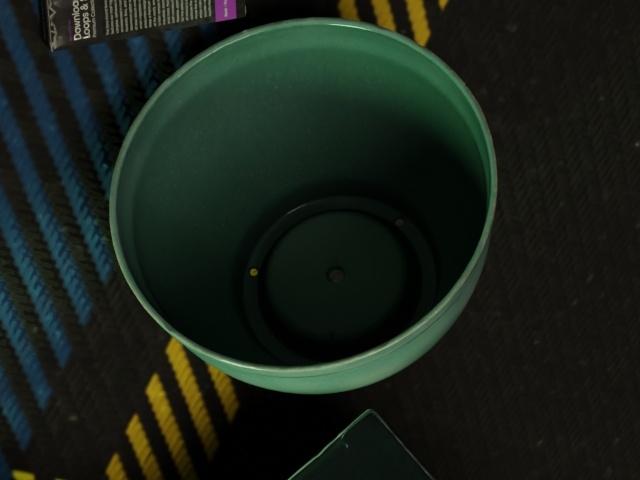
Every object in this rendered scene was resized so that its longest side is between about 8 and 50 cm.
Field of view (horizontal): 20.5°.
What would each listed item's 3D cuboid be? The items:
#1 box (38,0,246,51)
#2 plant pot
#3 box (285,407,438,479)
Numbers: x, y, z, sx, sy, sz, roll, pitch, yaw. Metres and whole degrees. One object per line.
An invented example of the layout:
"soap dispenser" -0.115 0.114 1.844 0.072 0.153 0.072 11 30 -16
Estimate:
"box" -0.137 -0.214 1.342 0.162 0.029 0.116 -14 121 -23
"plant pot" 0.000 0.000 1.403 0.293 0.293 0.196 -35 154 -7
"box" 0.044 0.370 1.570 0.293 0.212 0.395 -40 151 -4
